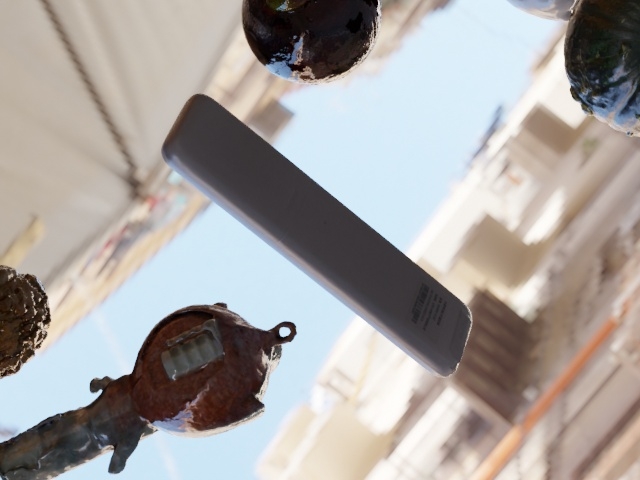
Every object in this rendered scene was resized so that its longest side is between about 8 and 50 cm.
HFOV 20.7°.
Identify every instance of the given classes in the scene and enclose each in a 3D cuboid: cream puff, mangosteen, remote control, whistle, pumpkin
[{"bbox_3d":[-0.389,0.105,2.072,0.165,0.150,0.115,-35,-104,-24],"label":"cream puff"},{"bbox_3d":[-0.007,-0.238,1.794,0.152,0.152,0.152,32,-158,-14],"label":"mangosteen"},{"bbox_3d":[0.000,0.000,1.197,0.261,0.029,0.067,38,-134,-16],"label":"remote control"},{"bbox_3d":[-0.180,0.166,1.839,0.134,0.346,0.142,54,-169,-74],"label":"whistle"},{"bbox_3d":[0.325,-0.188,1.664,0.190,0.190,0.146,38,-155,2],"label":"pumpkin"}]

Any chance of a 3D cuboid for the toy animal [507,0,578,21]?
[{"bbox_3d":[0.294,-0.427,1.957,0.258,0.357,0.194,38,-155,-8],"label":"toy animal"}]
